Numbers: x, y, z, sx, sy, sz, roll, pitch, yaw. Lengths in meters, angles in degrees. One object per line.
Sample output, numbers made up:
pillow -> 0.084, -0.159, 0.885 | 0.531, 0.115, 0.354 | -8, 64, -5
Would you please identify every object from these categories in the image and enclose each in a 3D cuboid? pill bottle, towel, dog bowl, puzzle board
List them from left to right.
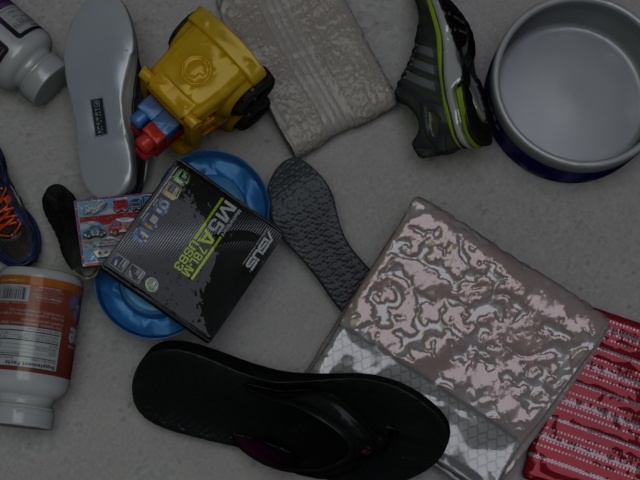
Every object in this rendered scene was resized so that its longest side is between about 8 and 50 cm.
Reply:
pill bottle -> -0.461, -0.287, 1.979 | 0.193, 0.108, 0.108 | 41, 79, 6
pill bottle -> -0.403, 0.151, 1.886 | 0.121, 0.121, 0.216 | 7, 79, -2
puzzle board -> -0.274, -0.017, 1.895 | 0.128, 0.011, 0.096 | -7, 75, -13
dog bowl -> -0.196, 0.010, 1.950 | 0.166, 0.074, 0.297 | 36, 79, 5
towel -> -0.023, -0.283, 2.032 | 0.187, 0.049, 0.282 | -28, 81, -7
towel -> 0.190, 0.153, 1.921 | 0.331, 0.053, 0.317 | 33, 89, 2
dog bowl -> 0.377, -0.222, 2.011 | 0.264, 0.104, 0.265 | 1, 78, -3
towel -> 0.419, 0.247, 1.956 | 0.198, 0.031, 0.275 | 19, 76, 3

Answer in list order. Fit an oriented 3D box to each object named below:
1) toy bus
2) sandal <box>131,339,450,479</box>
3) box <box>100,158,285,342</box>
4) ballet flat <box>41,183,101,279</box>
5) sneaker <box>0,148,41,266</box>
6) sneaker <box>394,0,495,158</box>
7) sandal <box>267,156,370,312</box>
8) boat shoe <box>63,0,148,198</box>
toy bus -> -0.186, -0.192, 1.914 | 0.149, 0.220, 0.211 | 44, 78, 5
sandal -> -0.047, 0.257, 1.862 | 0.445, 0.107, 0.168 | 10, 113, 4
box -> -0.176, 0.015, 1.879 | 0.184, 0.045, 0.191 | 36, 79, -5
ballet flat -> -0.349, -0.010, 1.929 | 0.057, 0.049, 0.173 | -19, 55, -15
sneaker -> -0.470, -0.059, 1.942 | 0.083, 0.087, 0.221 | -28, 81, -7
sneaker -> 0.162, -0.255, 2.000 | 0.121, 0.111, 0.300 | -22, 60, 25
sandal -> 0.000, 0.001, 1.979 | 0.097, 0.054, 0.255 | -28, 91, -1
boat shoe -> -0.298, -0.203, 1.973 | 0.108, 0.102, 0.301 | -9, 84, 14
